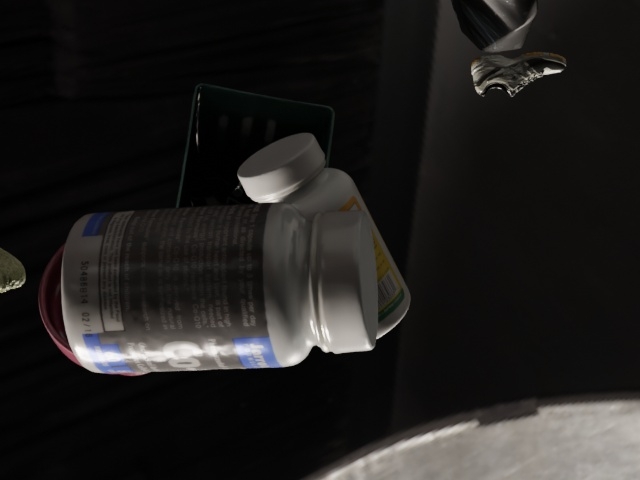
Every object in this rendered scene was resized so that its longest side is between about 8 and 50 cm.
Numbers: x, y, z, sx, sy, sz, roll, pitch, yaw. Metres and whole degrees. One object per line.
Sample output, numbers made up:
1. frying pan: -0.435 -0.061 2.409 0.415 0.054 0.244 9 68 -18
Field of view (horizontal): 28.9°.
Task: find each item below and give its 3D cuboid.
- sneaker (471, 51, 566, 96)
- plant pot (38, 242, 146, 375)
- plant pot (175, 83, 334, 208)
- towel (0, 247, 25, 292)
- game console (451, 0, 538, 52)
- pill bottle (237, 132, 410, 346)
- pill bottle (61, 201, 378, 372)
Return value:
1. sneaker: 0.176 -0.145 1.099 0.083 0.032 0.037 -4 79 11
2. plant pot: -0.268 0.099 1.704 0.201 0.201 0.180 55 168 19
3. plant pot: -0.093 -0.059 1.522 0.234 0.165 0.166 123 155 -71
4. towel: -0.351 0.002 1.142 0.148 0.110 0.027 40 113 9
5. game console: 0.054 -0.287 0.742 0.213 0.043 0.361 -29 -80 -83
6. pill bottle: 0.000 0.000 1.275 0.117 0.117 0.208 1 125 52
7. pill bottle: -0.044 0.022 0.581 0.137 0.078 0.078 -3 109 10
